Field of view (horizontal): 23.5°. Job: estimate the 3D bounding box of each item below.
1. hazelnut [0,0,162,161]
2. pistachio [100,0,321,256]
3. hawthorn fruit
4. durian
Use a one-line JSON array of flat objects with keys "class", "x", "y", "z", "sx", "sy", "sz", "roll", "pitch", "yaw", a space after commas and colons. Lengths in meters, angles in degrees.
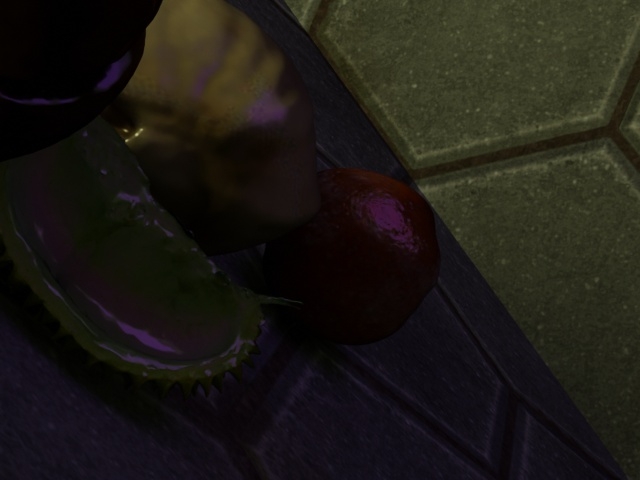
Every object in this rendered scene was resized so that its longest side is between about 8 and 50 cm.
[{"class": "hazelnut", "x": -0.335, "y": -0.266, "z": 1.248, "sx": 0.429, "sy": 0.402, "sz": 0.402, "roll": 8, "pitch": 22, "yaw": -5}, {"class": "pistachio", "x": -0.178, "y": -0.150, "z": 1.774, "sx": 0.365, "sy": 0.281, "sz": 0.445, "roll": 16, "pitch": 21, "yaw": -51}, {"class": "hawthorn fruit", "x": 0.037, "y": 0.015, "z": 2.006, "sx": 0.231, "sy": 0.235, "sz": 0.263, "roll": 55, "pitch": 14, "yaw": 29}, {"class": "durian", "x": -0.194, "y": 0.017, "z": 1.441, "sx": 0.355, "sy": 0.169, "sz": 0.157, "roll": 45, "pitch": 12, "yaw": -18}]
